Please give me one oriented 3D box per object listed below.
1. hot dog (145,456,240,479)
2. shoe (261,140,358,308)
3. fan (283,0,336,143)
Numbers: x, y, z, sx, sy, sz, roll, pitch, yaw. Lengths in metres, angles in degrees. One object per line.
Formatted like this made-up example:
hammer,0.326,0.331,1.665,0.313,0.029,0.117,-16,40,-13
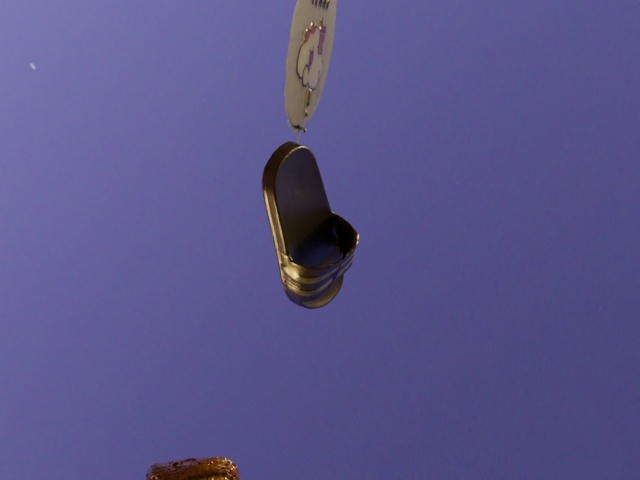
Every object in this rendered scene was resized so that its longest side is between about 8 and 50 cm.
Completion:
hot dog,-0.111,0.209,0.710,0.083,0.058,0.035,-10,-144,17
shoe,0.000,0.000,0.677,0.049,0.179,0.071,22,-124,31
fan,-0.016,-0.137,0.876,0.009,0.191,0.329,12,-77,10
